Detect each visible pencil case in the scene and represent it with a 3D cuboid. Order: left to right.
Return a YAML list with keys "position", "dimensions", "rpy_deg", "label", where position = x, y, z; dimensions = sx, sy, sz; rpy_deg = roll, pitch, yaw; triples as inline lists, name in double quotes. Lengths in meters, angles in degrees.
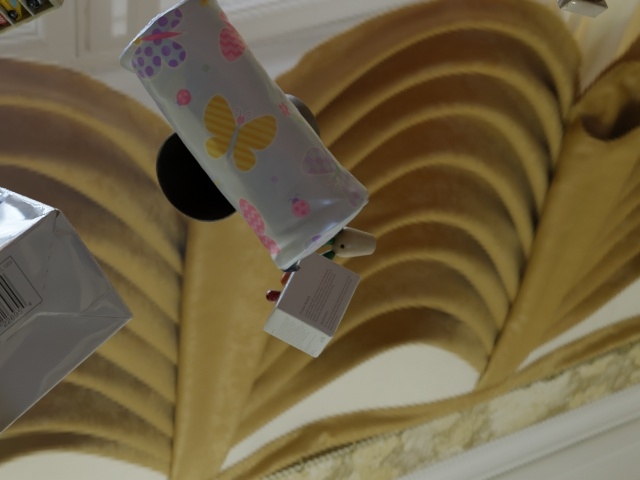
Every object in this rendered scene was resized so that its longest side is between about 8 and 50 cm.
- position: [-0.070, -0.105, 1.050]
  dimensions: [0.273, 0.113, 0.124]
  rpy_deg: [52, -169, -4]
  label: "pencil case"

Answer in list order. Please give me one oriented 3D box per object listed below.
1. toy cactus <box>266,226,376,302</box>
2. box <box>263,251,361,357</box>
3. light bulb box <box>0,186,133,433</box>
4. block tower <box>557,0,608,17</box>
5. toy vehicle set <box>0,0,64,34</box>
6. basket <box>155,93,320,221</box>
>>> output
- position: [0.000, 0.000, 1.757]
  dimensions: [0.180, 0.219, 0.112]
  rpy_deg: [6, -170, -31]
  label: "toy cactus"
- position: [-0.013, 0.086, 1.486]
  dimensions: [0.087, 0.102, 0.101]
  rpy_deg: [28, -117, -2]
  label: "box"
- position: [-0.544, 0.109, 1.646]
  dimensions: [0.358, 0.225, 0.361]
  rpy_deg: [-42, -146, -24]
  label: "light bulb box"
- position: [0.374, -0.511, 1.687]
  dimensions: [0.091, 0.097, 0.336]
  rpy_deg: [2, -115, -39]
  label: "block tower"
- position: [-0.541, -0.438, 1.689]
  dimensions: [0.166, 0.267, 0.035]
  rpy_deg: [-16, -137, 29]
  label: "toy vehicle set"
- position: [-0.119, -0.143, 1.769]
  dimensions: [0.204, 0.154, 0.227]
  rpy_deg: [-12, -165, 43]
  label: "basket"
